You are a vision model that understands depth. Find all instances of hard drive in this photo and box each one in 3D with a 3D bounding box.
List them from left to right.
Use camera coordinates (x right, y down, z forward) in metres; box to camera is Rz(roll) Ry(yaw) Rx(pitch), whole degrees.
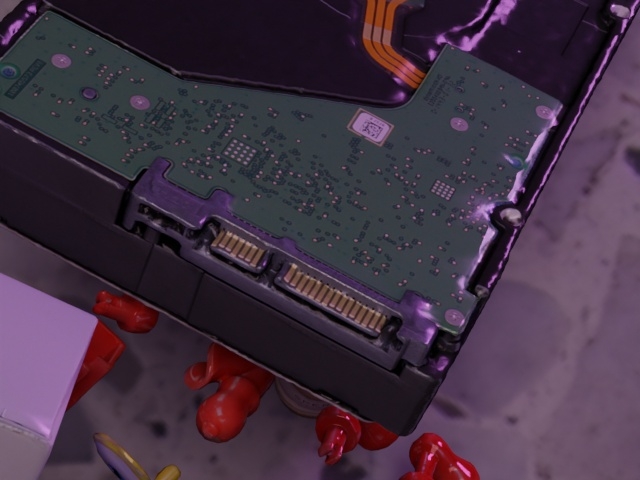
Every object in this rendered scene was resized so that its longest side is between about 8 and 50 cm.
[{"bbox_3d":[0.004,-0.084,0.899,0.237,0.064,0.339,27,43,4],"label":"hard drive"}]

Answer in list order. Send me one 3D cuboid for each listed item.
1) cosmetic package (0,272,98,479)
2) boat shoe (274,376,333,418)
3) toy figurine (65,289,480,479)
[{"bbox_3d":[-0.290,0.133,0.755,0.284,0.097,0.377,25,117,-8],"label":"cosmetic package"},{"bbox_3d":[0.000,0.000,0.959,0.063,0.059,0.170,-4,76,-4],"label":"boat shoe"},{"bbox_3d":[-0.026,0.200,0.885,0.362,0.191,0.217,43,116,-12],"label":"toy figurine"}]
